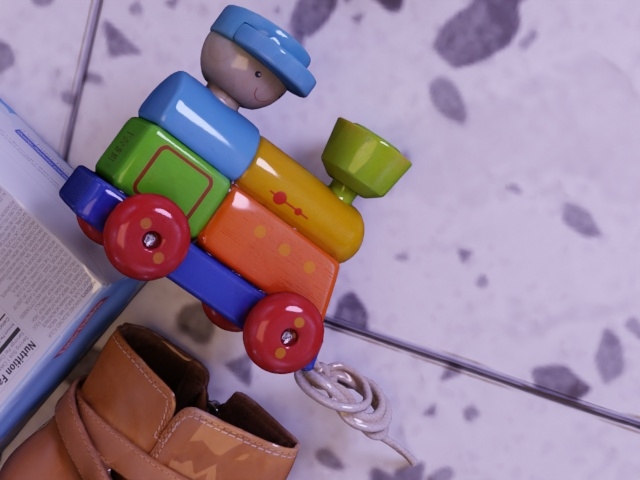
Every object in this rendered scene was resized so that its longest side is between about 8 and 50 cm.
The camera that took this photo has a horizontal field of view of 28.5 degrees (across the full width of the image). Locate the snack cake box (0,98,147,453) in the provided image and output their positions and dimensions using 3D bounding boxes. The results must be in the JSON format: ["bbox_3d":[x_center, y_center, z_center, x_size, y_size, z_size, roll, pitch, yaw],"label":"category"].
[{"bbox_3d":[-0.236,0.060,0.743,0.152,0.089,0.264,44,107,5],"label":"snack cake box"}]

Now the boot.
[{"bbox_3d":[-0.064,0.201,0.717,0.283,0.109,0.220,37,102,16],"label":"boot"}]

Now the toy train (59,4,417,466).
[{"bbox_3d":[0.000,0.000,0.674,0.248,0.105,0.143,37,88,-22],"label":"toy train"}]
